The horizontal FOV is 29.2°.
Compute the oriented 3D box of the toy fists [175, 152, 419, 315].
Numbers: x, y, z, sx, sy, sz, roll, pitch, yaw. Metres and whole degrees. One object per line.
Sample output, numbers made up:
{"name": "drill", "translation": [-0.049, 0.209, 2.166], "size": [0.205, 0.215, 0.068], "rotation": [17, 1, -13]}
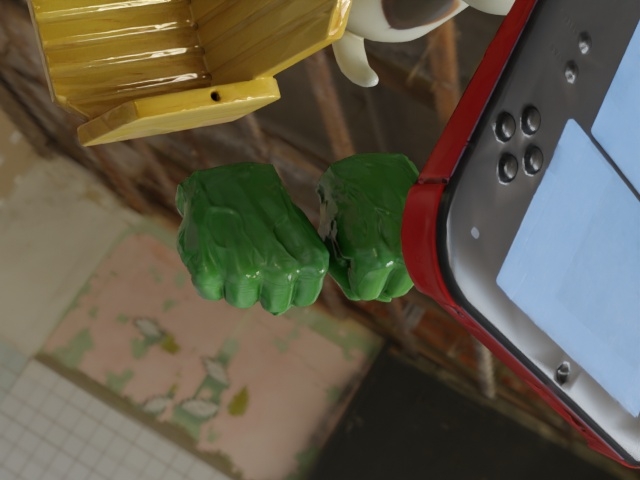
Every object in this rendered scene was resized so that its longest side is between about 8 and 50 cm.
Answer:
{"name": "toy fists", "translation": [0.000, 0.000, 1.172], "size": [0.142, 0.279, 0.096], "rotation": [-118, -148, -42]}

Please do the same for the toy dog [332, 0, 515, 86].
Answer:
{"name": "toy dog", "translation": [0.159, -0.403, 1.604], "size": [0.284, 0.395, 0.408], "rotation": [31, -11, -34]}

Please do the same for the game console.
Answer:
{"name": "game console", "translation": [0.241, -0.031, 0.988], "size": [0.060, 0.342, 0.386], "rotation": [14, -22, 48]}

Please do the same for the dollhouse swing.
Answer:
{"name": "dollhouse swing", "translation": [-0.183, -0.339, 1.554], "size": [0.305, 0.315, 0.347], "rotation": [-22, -98, 65]}
